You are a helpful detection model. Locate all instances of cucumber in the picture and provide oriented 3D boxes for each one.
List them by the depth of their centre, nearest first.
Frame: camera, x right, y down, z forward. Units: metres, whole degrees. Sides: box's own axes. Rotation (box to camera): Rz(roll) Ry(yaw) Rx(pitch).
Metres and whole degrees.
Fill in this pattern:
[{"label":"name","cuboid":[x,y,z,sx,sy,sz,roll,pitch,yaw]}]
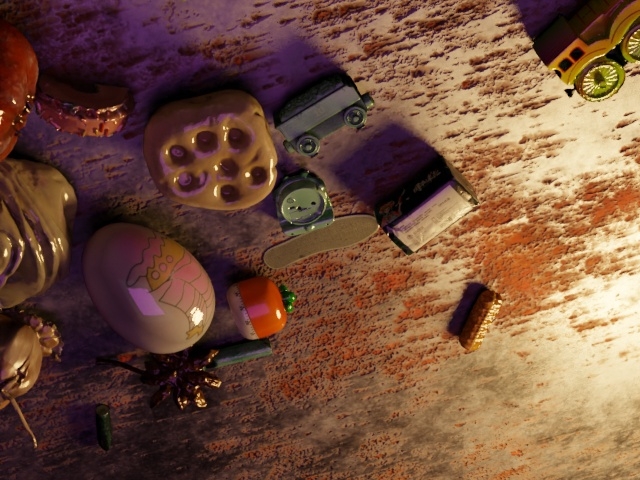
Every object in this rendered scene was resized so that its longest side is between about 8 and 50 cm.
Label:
[{"label":"cucumber","cuboid":[-0.454,0.398,2.084,0.032,0.032,0.133,-2,130,-11]}]

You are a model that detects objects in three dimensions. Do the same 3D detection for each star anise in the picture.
[{"label":"star anise","cuboid":[-0.307,0.268,1.951,0.234,0.073,0.177,-25,91,12]}]

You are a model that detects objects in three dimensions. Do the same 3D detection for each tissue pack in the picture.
[{"label":"tissue pack","cuboid":[0.192,-0.061,1.813,0.170,0.090,0.103,-38,127,16]}]

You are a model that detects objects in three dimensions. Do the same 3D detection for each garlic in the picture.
[{"label":"garlic","cuboid":[-0.550,0.240,1.830,0.207,0.257,0.207,-44,163,-17]}]

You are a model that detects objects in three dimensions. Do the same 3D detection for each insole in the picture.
[{"label":"insole","cuboid":[0.000,0.000,1.876,0.232,0.003,0.080,-20,130,4]}]

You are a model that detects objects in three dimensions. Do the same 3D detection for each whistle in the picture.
[{"label":"whistle","cuboid":[-0.190,0.234,2.004,0.186,0.039,0.039,-13,130,-2]}]

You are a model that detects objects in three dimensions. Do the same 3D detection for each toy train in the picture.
[{"label":"toy train","cuboid":[0.497,-0.360,1.629,0.160,0.100,0.296,33,115,-31]},{"label":"toy train","cuboid":[0.003,-0.211,1.664,0.172,0.070,0.099,-30,118,12]}]

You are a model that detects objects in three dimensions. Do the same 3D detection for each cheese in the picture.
[{"label":"cheese","cuboid":[-0.174,-0.155,1.637,0.235,0.117,0.218,31,115,-31]}]

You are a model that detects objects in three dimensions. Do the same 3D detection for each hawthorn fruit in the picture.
[{"label":"hawthorn fruit","cuboid":[-0.550,-0.227,1.429,0.272,0.242,0.242,24,121,-12]}]

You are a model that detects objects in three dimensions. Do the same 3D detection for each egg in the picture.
[{"label":"egg","cuboid":[-0.302,0.080,1.753,0.196,0.196,0.271,-22,123,5]}]

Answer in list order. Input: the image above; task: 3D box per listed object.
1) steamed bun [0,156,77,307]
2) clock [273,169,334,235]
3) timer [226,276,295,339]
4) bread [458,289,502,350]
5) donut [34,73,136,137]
[{"label":"steamed bun","cuboid":[-0.535,0.003,1.624,0.280,0.207,0.268,23,118,-29]},{"label":"clock","cuboid":[-0.035,-0.074,1.782,0.101,0.041,0.135,-16,130,1]},{"label":"timer","cuboid":[-0.108,0.123,1.896,0.136,0.099,0.136,-16,139,-14]},{"label":"bread","cuboid":[0.331,0.167,2.060,0.052,0.044,0.157,4,128,-19]},{"label":"donut","cuboid":[-0.371,-0.203,1.554,0.166,0.117,0.065,7,122,-17]}]
